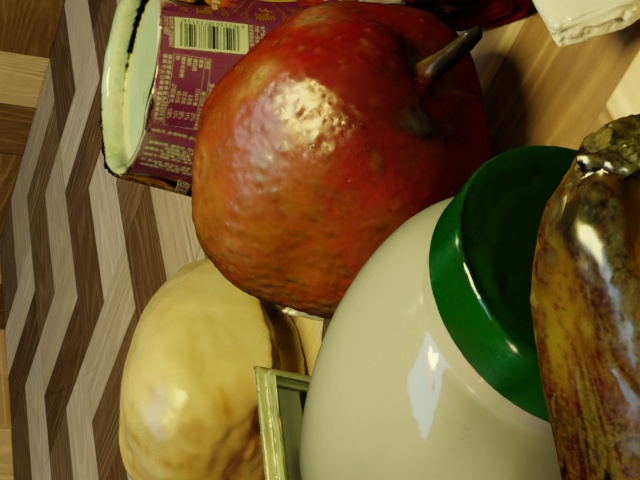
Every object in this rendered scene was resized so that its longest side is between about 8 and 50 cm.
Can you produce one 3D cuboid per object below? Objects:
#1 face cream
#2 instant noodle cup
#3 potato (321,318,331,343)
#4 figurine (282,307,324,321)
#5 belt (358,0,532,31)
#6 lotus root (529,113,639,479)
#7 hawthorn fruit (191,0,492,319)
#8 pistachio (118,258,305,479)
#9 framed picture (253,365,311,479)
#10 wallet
[{"bbox_3d":[0.120,0.109,1.041,0.357,0.220,0.312,124,155,-50],"label":"face cream"},{"bbox_3d":[-0.112,-0.178,1.624,0.340,0.266,0.339,-175,90,-68],"label":"instant noodle cup"},{"bbox_3d":[0.045,0.069,1.428,0.164,0.081,0.200,-176,91,-66],"label":"potato"},{"bbox_3d":[-0.002,0.017,1.525,0.081,0.098,0.146,-149,66,-79],"label":"figurine"},{"bbox_3d":[0.120,-0.271,1.268,0.201,0.128,0.124,-1,82,58],"label":"belt"},{"bbox_3d":[0.233,0.120,0.758,0.196,0.179,0.397,-11,97,26],"label":"lotus root"},{"bbox_3d":[0.043,-0.089,1.227,0.369,0.285,0.284,-45,44,45],"label":"hawthorn fruit"},{"bbox_3d":[-0.138,0.179,1.649,0.238,0.229,0.321,-10,54,23],"label":"pistachio"},{"bbox_3d":[0.051,0.258,1.179,0.018,0.231,0.293,-38,49,41],"label":"framed picture"},{"bbox_3d":[0.210,-0.238,1.110,0.033,0.095,0.190,60,-169,-49],"label":"wallet"}]
